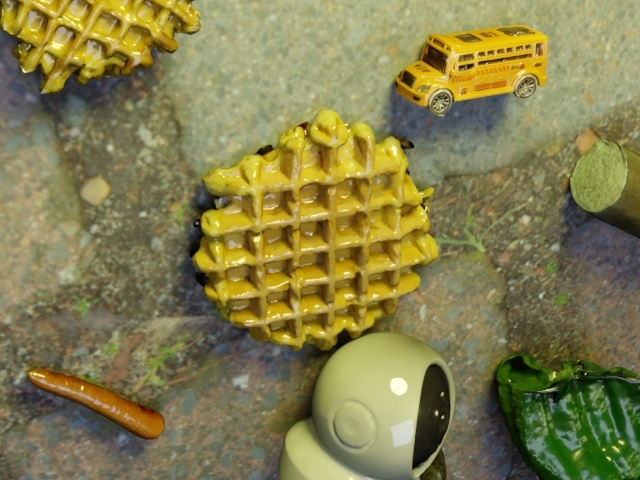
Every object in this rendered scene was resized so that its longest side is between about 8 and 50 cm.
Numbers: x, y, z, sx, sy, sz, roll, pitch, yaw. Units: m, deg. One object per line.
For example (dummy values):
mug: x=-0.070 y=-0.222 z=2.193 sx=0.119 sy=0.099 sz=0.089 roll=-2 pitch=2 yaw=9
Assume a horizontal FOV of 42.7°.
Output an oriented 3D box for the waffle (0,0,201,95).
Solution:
waffle: x=-0.194 y=-0.233 z=0.706 sx=0.197 sy=0.070 sz=0.193 roll=-30 pitch=127 yaw=-8

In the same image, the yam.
yam: x=0.446 y=-0.048 z=1.091 sx=0.259 sy=0.106 sz=0.106 roll=17 pitch=111 yaw=-31

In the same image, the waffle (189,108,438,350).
waffle: x=0.007 y=0.006 z=0.949 sx=0.329 sy=0.062 sz=0.329 roll=-11 pitch=123 yaw=-18

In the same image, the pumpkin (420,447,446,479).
pumpkin: x=0.110 y=0.358 z=1.191 sx=0.184 sy=0.107 sz=0.119 roll=-25 pitch=122 yaw=-10

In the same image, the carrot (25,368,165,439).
carrot: x=-0.261 y=0.187 z=0.961 sx=0.190 sy=0.037 sz=0.037 roll=36 pitch=101 yaw=-32

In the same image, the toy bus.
toy bus: x=0.164 y=-0.190 z=0.891 sx=0.162 sy=0.069 sz=0.074 roll=-12 pitch=123 yaw=-19

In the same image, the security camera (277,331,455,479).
security camera: x=0.068 y=0.226 z=1.041 sx=0.195 sy=0.194 sz=0.236 roll=13 pitch=108 yaw=-30

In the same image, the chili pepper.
chili pepper: x=0.404 y=0.299 z=1.255 sx=0.213 sy=0.167 sz=0.385 roll=-43 pitch=117 yaw=-14
